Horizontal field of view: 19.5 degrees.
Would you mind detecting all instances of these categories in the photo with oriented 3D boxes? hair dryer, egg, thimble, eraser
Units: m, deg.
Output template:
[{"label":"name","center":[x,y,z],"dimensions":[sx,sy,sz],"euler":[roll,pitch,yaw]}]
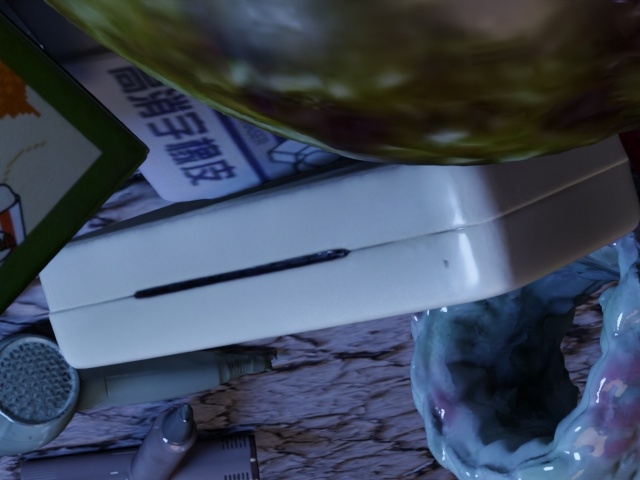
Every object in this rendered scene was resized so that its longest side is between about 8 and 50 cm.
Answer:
[{"label":"hair dryer","center":[-0.145,0.171,1.441],"dimensions":[0.195,0.053,0.220],"euler":[-7,164,-3]},{"label":"egg","center":[0.016,-0.139,0.500],"dimensions":[0.289,0.238,0.238],"euler":[1,161,12]},{"label":"thimble","center":[0.168,0.065,1.144],"dimensions":[0.149,0.185,0.211],"euler":[11,142,-44]},{"label":"hair dryer","center":[-0.146,0.107,1.320],"dimensions":[0.237,0.075,0.206],"euler":[-9,167,-23]},{"label":"eraser","center":[-0.049,-0.093,0.819],"dimensions":[0.124,0.068,0.210],"euler":[-13,157,8]}]

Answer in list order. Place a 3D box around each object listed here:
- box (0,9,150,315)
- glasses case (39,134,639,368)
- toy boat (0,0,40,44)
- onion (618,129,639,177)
[{"label":"box","center":[-0.187,-0.016,0.673],"dimensions":[0.195,0.148,0.177],"euler":[-47,-167,-3]},{"label":"glasses case","center":[0.000,0.000,0.936],"dimensions":[0.313,0.070,0.131],"euler":[-13,-174,43]},{"label":"toy boat","center":[-0.151,-0.098,0.805],"dimensions":[0.096,0.034,0.122],"euler":[-36,156,-35]},{"label":"onion","center":[0.254,-0.017,0.641],"dimensions":[0.348,0.285,0.347],"euler":[14,174,2]}]
